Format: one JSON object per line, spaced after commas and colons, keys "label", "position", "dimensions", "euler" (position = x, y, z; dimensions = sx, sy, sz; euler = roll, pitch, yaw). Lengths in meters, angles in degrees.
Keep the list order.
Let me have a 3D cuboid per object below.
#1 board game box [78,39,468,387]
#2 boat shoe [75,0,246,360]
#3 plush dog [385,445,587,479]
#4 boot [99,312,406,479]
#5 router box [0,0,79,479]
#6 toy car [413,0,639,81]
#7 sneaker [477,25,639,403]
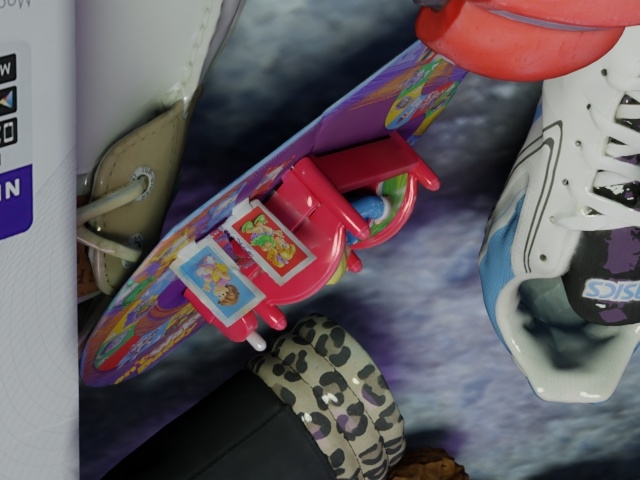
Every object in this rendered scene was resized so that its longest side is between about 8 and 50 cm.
{"label": "board game box", "position": [0.000, 0.000, 0.589], "dimensions": [0.168, 0.033, 0.133], "euler": [-38, 169, -21]}
{"label": "boat shoe", "position": [-0.084, -0.025, 0.556], "dimensions": [0.113, 0.103, 0.302], "euler": [4, 145, -19]}
{"label": "plush dog", "position": [0.092, 0.182, 0.885], "dimensions": [0.225, 0.211, 0.262], "euler": [8, 117, 0]}
{"label": "boot", "position": [-0.048, 0.132, 0.773], "dimensions": [0.178, 0.085, 0.236], "euler": [-38, 161, -14]}
{"label": "router box", "position": [-0.190, 0.057, 0.372], "dimensions": [0.335, 0.082, 0.301], "euler": [-26, 126, -48]}
{"label": "toy car", "position": [0.067, -0.148, 0.420], "dimensions": [0.239, 0.053, 0.225], "euler": [-41, 130, 20]}
{"label": "sneaker", "position": [0.104, -0.030, 0.611], "dimensions": [0.085, 0.086, 0.237], "euler": [-2, 145, -7]}
